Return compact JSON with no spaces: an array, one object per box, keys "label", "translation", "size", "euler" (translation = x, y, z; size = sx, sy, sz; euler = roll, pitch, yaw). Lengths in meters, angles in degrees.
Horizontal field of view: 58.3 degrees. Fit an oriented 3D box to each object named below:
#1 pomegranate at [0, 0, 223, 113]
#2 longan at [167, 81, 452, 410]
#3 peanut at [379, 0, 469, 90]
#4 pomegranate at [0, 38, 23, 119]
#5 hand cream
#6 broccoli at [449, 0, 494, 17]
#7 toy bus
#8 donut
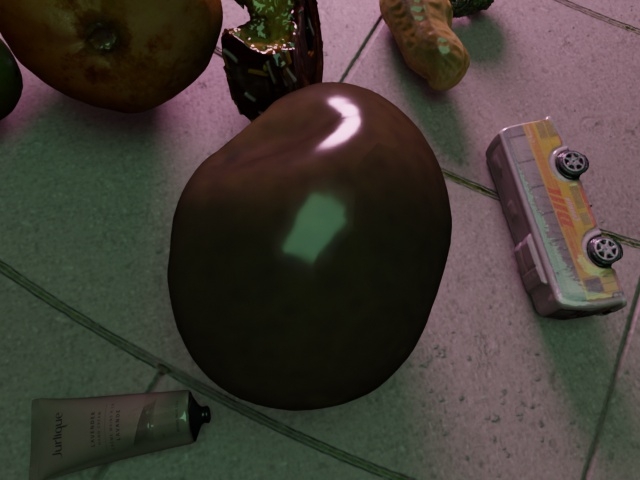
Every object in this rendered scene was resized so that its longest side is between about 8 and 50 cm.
[{"label":"pomegranate","translation":[-0.245,-0.289,0.666],"size":[0.229,0.252,0.270],"euler":[-37,47,15]},{"label":"longan","translation":[0.000,0.000,0.591],"size":[0.289,0.288,0.350],"euler":[29,63,1]},{"label":"peanut","translation":[0.151,-0.300,0.827],"size":[0.093,0.083,0.194],"euler":[-23,75,-16]},{"label":"pomegranate","translation":[-0.423,-0.197,0.651],"size":[0.130,0.159,0.129],"euler":[-4,73,15]},{"label":"hand cream","translation":[-0.210,0.196,0.604],"size":[0.186,0.054,0.087],"euler":[-8,67,-6]},{"label":"broccoli","translation":[0.228,-0.390,0.878],"size":[0.092,0.097,0.095],"euler":[45,29,-5]},{"label":"toy bus","translation":[0.303,-0.028,0.755],"size":[0.106,0.092,0.268],"euler":[-11,72,-4]},{"label":"donut","translation":[-0.056,-0.246,0.709],"size":[0.096,0.216,0.230],"euler":[-2,90,9]}]
